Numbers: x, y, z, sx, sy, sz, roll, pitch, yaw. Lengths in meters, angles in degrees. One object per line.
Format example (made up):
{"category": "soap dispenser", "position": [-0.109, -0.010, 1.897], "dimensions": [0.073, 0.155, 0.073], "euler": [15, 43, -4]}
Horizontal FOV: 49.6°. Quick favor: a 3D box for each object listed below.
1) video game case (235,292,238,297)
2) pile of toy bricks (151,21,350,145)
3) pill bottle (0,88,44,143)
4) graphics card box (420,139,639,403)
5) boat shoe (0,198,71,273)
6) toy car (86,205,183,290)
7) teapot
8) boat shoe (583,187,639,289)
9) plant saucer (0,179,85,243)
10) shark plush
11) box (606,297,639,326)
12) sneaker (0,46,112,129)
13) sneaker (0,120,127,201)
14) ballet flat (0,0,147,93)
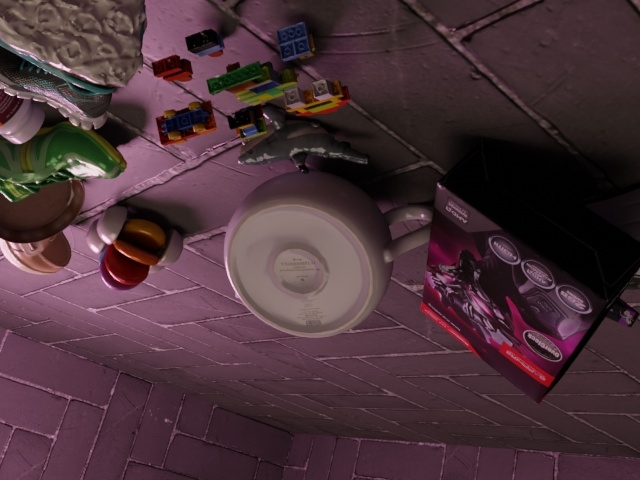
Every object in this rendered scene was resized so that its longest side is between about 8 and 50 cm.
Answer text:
{"category": "video game case", "position": [-0.083, 0.113, 1.489], "dimensions": [0.201, 0.023, 0.183], "euler": [16, 157, -1]}
{"category": "pile of toy bricks", "position": [-0.075, -0.170, 0.768], "dimensions": [0.212, 0.118, 0.105], "euler": [-13, 177, 18]}
{"category": "pill bottle", "position": [-0.441, -0.195, 0.912], "dimensions": [0.086, 0.086, 0.152], "euler": [1, 154, 28]}
{"category": "graphics card box", "position": [0.254, 0.061, 0.917], "dimensions": [0.232, 0.094, 0.371], "euler": [40, 160, 22]}
{"category": "boat shoe", "position": [-0.540, -0.033, 1.294], "dimensions": [0.110, 0.122, 0.341], "euler": [-7, 154, 5]}
{"category": "toy car", "position": [-0.361, 0.028, 1.309], "dimensions": [0.159, 0.136, 0.182], "euler": [25, 155, -25]}
{"category": "teapot", "position": [0.000, 0.000, 0.992], "dimensions": [0.256, 0.187, 0.253], "euler": [35, 122, -1]}
{"category": "boat shoe", "position": [0.419, -0.002, 0.845], "dimensions": [0.119, 0.121, 0.335], "euler": [18, 169, -28]}
{"category": "plant saucer", "position": [-0.490, -0.068, 1.186], "dimensions": [0.029, 0.168, 0.168], "euler": [47, 175, 32]}
{"category": "shark plush", "position": [-0.020, -0.111, 0.881], "dimensions": [0.161, 0.067, 0.073], "euler": [15, 157, -2]}
{"category": "box", "position": [0.376, 0.067, 1.028], "dimensions": [0.162, 0.029, 0.116], "euler": [21, -164, -19]}
{"category": "sneaker", "position": [-0.339, -0.209, 0.876], "dimensions": [0.166, 0.065, 0.076], "euler": [23, 139, -27]}
{"category": "sneaker", "position": [-0.422, -0.111, 1.046], "dimensions": [0.295, 0.124, 0.109], "euler": [4, 155, 20]}
{"category": "ballet flat", "position": [-0.353, -0.277, 0.650], "dimensions": [0.408, 0.147, 0.147], "euler": [20, 156, -20]}
